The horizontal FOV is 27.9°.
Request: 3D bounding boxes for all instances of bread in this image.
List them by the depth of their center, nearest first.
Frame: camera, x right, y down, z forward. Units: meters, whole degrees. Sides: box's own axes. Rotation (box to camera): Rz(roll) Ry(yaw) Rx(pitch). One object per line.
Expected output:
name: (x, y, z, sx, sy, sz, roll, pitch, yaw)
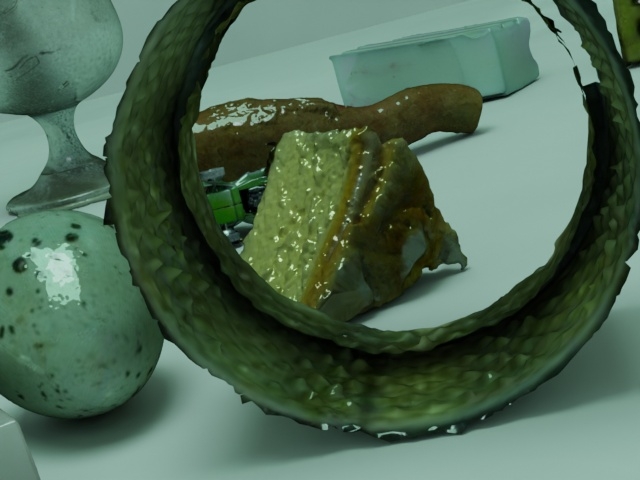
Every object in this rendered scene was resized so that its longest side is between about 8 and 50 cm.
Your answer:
bread: (0.000, 0.000, 0.916, 0.152, 0.127, 0.147, -43, 26, -28)

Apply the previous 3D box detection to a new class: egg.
egg: (-0.160, 0.047, 0.809, 0.131, 0.131, 0.164, -19, 20, -18)

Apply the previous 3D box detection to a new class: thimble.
thimble: (0.035, -0.045, 0.695, 0.271, 0.271, 0.150, -12, 11, 9)

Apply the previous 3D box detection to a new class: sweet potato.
sweet potato: (-0.008, -0.108, 1.342, 0.385, 0.109, 0.109, -11, 13, -9)

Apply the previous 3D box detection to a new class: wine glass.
wine glass: (-0.349, -0.211, 1.634, 0.238, 0.323, 0.238, -15, 16, 4)

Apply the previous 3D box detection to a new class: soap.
soap: (0.142, -0.218, 1.649, 0.230, 0.091, 0.145, -5, 14, 36)

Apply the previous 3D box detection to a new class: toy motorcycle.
toy motorcycle: (-0.098, -0.030, 1.202, 0.190, 0.074, 0.106, -12, 5, 9)

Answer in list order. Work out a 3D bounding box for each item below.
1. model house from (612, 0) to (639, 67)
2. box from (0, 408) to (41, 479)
model house: (0.463, -0.333, 1.561, 0.234, 0.193, 0.175, -11, 12, 16)
box: (-0.254, 0.131, 0.707, 0.149, 0.067, 0.233, -21, 14, -26)
